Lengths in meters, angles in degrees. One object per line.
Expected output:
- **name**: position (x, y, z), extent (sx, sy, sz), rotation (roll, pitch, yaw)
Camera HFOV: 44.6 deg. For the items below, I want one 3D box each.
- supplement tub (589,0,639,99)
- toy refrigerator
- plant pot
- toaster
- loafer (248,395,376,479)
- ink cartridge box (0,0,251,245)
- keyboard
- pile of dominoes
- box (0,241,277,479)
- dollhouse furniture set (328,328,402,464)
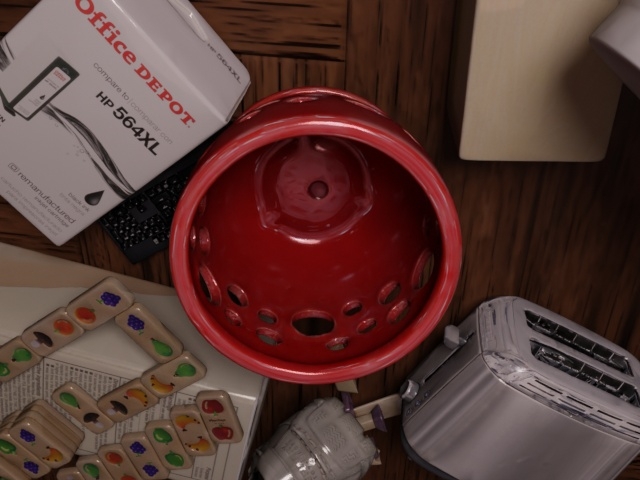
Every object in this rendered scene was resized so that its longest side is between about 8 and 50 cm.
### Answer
- **supplement tub**: position (0.319, -0.153, 0.365), extent (0.235, 0.235, 0.325), rotation (37, 110, -16)
- **toy refrigerator**: position (0.145, -0.190, 0.494), extent (0.102, 0.094, 0.269), rotation (0, 125, 2)
- **plant pot**: position (-0.005, -0.020, 0.573), extent (0.191, 0.174, 0.191), rotation (-1, 115, -2)
- **toaster**: position (0.193, 0.153, 0.701), extent (0.227, 0.129, 0.146), rotation (27, 123, -7)
- **loafer**: position (-0.037, 0.254, 0.779), extent (0.112, 0.111, 0.319), rotation (48, 150, 22)
- **ink cartridge box**: position (-0.180, -0.111, 0.609), extent (0.203, 0.086, 0.148), rotation (-31, 114, 28)
- **keyboard**: position (-0.110, -0.026, 0.686), extent (0.192, 0.038, 0.100), rotation (-26, 117, 26)
- **pile of dominoes**: position (-0.201, 0.159, 0.679), extent (0.251, 0.040, 0.196), rotation (-30, 114, 27)
- **box**: position (-0.206, 0.121, 0.753), extent (0.311, 0.121, 0.148), rotation (16, 125, -1)
- **dollhouse furniture set**: position (0.056, 0.139, 0.753), extent (0.081, 0.091, 0.114), rotation (-19, 117, 4)
